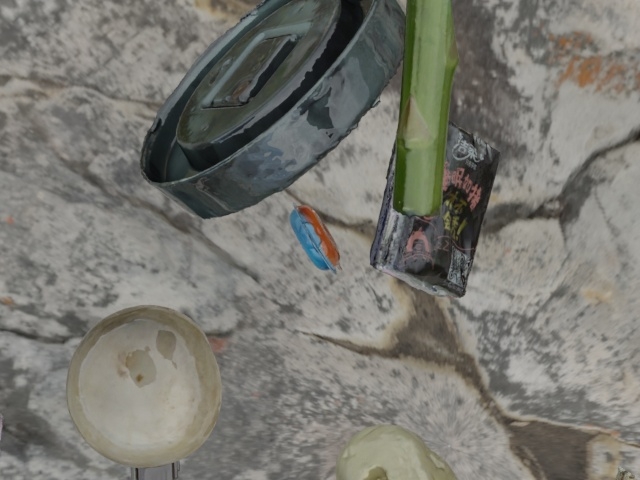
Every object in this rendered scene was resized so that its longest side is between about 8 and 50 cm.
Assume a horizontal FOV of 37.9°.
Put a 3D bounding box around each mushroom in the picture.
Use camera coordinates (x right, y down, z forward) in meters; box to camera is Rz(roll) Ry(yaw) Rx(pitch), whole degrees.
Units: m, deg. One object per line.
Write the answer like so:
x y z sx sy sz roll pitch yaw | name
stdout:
-0.207 0.181 1.171 0.204 0.204 0.204 -2 77 8 | mushroom

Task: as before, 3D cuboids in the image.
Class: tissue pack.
0.231 -0.065 1.854 0.123 0.245 0.332 6 77 46 | tissue pack

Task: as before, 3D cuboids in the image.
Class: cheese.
0.000 0.000 1.242 0.037 0.256 0.106 -29 85 5 | cheese
0.126 0.431 1.538 0.174 0.251 0.248 -35 85 22 | cheese

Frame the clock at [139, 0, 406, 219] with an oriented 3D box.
-0.048 -0.152 0.918 0.312 0.312 0.061 -47 118 -4 | clock

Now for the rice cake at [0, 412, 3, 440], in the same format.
-0.527 0.362 1.414 0.036 0.047 0.206 -5 67 49 | rice cake

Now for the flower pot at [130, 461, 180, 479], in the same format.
-0.300 0.472 1.724 0.084 0.179 0.250 -4 84 -8 | flower pot

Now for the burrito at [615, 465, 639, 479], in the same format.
0.498 0.445 1.453 0.045 0.058 0.188 -12 85 -29 | burrito

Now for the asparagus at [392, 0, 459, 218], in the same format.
0.079 -0.105 0.706 0.045 0.041 0.178 -6 111 -24 | asparagus
